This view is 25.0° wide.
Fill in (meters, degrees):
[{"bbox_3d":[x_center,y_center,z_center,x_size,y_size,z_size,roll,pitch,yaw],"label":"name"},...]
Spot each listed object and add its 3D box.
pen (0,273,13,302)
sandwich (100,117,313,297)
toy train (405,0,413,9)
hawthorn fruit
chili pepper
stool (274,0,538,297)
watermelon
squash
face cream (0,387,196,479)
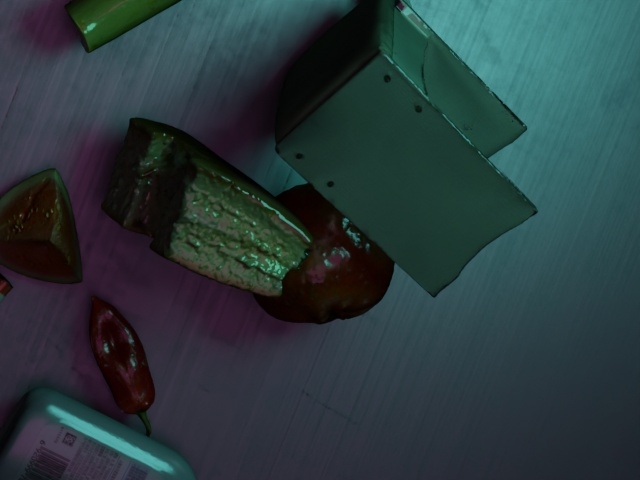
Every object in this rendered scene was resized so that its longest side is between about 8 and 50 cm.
[{"bbox_3d":[-0.446,0.136,1.692,0.028,0.028,0.239,42,84,-17],"label":"pen"},{"bbox_3d":[-0.130,-0.034,1.649,0.128,0.235,0.122,11,107,-55],"label":"sandwich"},{"bbox_3d":[0.098,-0.261,1.786,0.043,0.047,0.208,-24,105,-9],"label":"toy train"},{"bbox_3d":[0.000,0.000,1.732,0.179,0.179,0.201,-2,86,-16],"label":"hawthorn fruit"},{"bbox_3d":[-0.236,0.153,1.743,0.059,0.050,0.191,-22,102,-5],"label":"chili pepper"},{"bbox_3d":[0.100,-0.122,1.677,0.269,0.244,0.170,42,113,-17],"label":"stool"},{"bbox_3d":[-0.316,-0.002,1.678,0.125,0.094,0.135,-46,111,-14],"label":"watermelon"},{"bbox_3d":[-0.183,-0.309,1.678,0.250,0.083,0.083,-34,105,-10],"label":"squash"},{"bbox_3d":[-0.237,0.313,1.748,0.336,0.080,0.163,29,91,-18],"label":"face cream"}]
